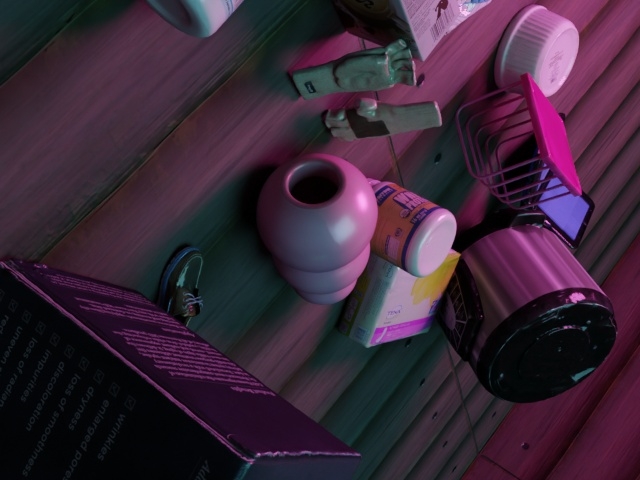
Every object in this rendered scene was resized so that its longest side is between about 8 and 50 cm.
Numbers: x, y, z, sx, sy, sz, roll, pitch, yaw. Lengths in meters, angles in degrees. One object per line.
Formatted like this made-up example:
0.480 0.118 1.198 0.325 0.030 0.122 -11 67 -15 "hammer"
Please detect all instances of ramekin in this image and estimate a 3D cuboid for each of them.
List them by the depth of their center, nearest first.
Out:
0.500 -0.424 1.909 0.207 0.109 0.207 -35 140 -35 "ramekin"

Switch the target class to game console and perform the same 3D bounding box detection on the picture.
0.651 -0.163 2.207 0.293 0.174 0.250 -47 150 -52 "game console"

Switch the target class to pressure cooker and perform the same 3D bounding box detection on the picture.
0.480 0.148 2.086 0.370 0.420 0.375 -36 133 11 "pressure cooker"

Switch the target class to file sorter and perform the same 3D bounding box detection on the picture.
0.450 -0.207 1.900 0.291 0.182 0.202 25 52 -57 "file sorter"

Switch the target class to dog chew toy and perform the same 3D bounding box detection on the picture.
0.000 0.000 1.485 0.206 0.207 0.331 -45 153 -23 "dog chew toy"

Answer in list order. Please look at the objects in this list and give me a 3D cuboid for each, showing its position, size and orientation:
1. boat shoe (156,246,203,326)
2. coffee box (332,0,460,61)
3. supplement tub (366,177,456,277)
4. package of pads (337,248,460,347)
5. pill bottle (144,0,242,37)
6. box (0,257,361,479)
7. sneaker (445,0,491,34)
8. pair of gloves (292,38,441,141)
-0.225 0.100 1.364 0.066 0.066 0.183 3 113 -55 "boat shoe"
0.088 -0.430 1.276 0.118 0.168 0.297 -53 147 -11 "coffee box"
0.151 -0.030 1.657 0.144 0.200 0.144 -35 141 -35 "supplement tub"
0.189 0.111 1.917 0.297 0.101 0.229 -6 120 -53 "package of pads"
-0.113 -0.393 1.045 0.264 0.146 0.146 -52 147 -13 "pill bottle"
-0.291 0.354 1.097 0.479 0.472 0.297 -61 148 3 "box"
0.254 -0.440 1.604 0.191 0.071 0.082 -24 141 -32 "sneaker"
0.085 -0.246 1.423 0.240 0.204 0.042 44 42 -55 "pair of gloves"
